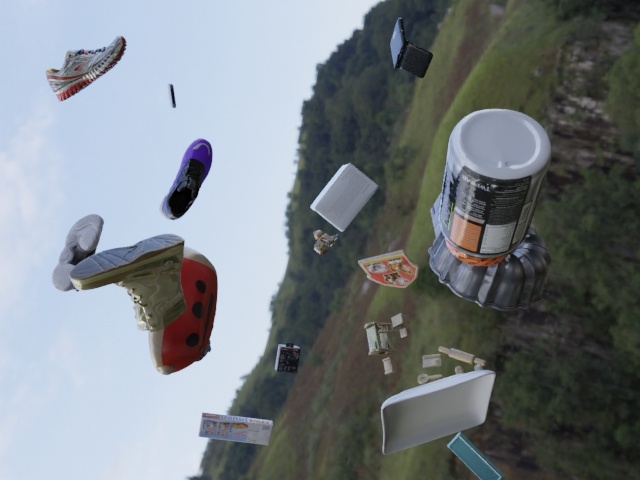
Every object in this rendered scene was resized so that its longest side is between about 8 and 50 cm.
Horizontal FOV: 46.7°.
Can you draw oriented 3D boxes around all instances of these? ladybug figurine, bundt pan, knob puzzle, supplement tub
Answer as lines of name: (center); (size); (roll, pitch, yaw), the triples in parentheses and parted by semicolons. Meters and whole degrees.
ladybug figurine: (-0.433, 0.224, 2.386); (0.305, 0.161, 0.449); (76, -164, -58)
bundt pan: (0.460, 0.031, 1.970); (0.331, 0.330, 0.124); (-61, -13, -51)
knob puzzle: (0.246, 0.114, 2.528); (0.213, 0.213, 0.030); (86, -170, -53)
supplement tub: (0.341, -0.095, 1.497); (0.316, 0.193, 0.194); (87, -160, -56)

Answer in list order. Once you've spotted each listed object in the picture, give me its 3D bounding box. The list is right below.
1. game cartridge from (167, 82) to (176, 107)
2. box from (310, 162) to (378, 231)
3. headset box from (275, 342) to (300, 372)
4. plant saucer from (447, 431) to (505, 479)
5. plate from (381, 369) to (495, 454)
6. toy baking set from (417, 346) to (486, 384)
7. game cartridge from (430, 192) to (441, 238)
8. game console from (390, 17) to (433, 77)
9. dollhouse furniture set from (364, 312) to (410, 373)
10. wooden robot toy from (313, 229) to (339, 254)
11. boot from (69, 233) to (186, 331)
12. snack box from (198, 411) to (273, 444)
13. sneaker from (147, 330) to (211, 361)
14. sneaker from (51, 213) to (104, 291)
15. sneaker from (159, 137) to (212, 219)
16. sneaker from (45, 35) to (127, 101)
game cartridge: (-0.516, -0.503, 2.574); (0.056, 0.017, 0.083); (-147, 49, -62)
box: (0.072, -0.135, 2.317); (0.182, 0.119, 0.181); (-52, 5, 0)
headset box: (-0.095, 0.340, 2.160); (0.032, 0.062, 0.083); (-152, 70, -73)
plant saucer: (0.491, 0.700, 2.348); (0.067, 0.192, 0.018); (-51, -19, 13)
plate: (0.273, 0.406, 1.783); (0.278, 0.277, 0.045); (82, 169, -51)
toy baking set: (0.417, 0.418, 2.268); (0.197, 0.256, 0.030); (-54, -39, -35)
game cartridge: (0.434, -0.081, 2.286); (0.355, 0.068, 0.230); (110, 151, -62)
game console: (0.217, -0.460, 1.778); (0.122, 0.071, 0.107); (106, 157, -74)
dollhouse furniture set: (0.253, 0.376, 2.696); (0.161, 0.101, 0.182); (-35, 56, 45)
wooden robot toy: (0.000, 0.000, 2.682); (0.076, 0.079, 0.173); (-57, -12, 22)
boot: (-0.331, 0.091, 1.311); (0.213, 0.077, 0.165); (-21, -55, -39)
snack box: (-0.211, 0.468, 1.843); (0.022, 0.178, 0.064); (-98, 19, -64)
sneaker: (-0.494, 0.320, 2.582); (0.104, 0.262, 0.125); (-54, -8, 20)
sneaker: (-0.767, 0.045, 2.415); (0.269, 0.101, 0.153); (-65, -11, -6)
sneaker: (-0.422, -0.194, 2.415); (0.293, 0.102, 0.146); (-66, 19, -2)
sneaker: (-0.563, -0.426, 1.777); (0.093, 0.225, 0.088); (56, -170, -17)
